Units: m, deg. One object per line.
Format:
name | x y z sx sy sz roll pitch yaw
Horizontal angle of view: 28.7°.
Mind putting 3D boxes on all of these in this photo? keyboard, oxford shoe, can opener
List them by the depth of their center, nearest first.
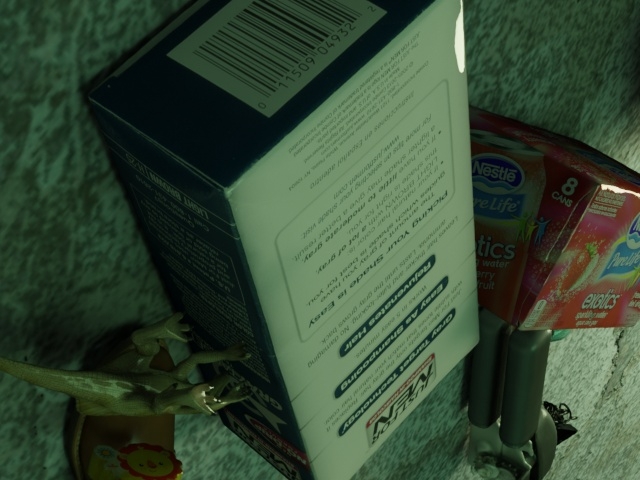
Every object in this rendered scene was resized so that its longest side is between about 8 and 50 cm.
oxford shoe | -0.109 0.150 0.767 0.076 0.076 0.212 -22 134 -41
can opener | 0.186 0.155 1.221 0.093 0.074 0.280 -45 148 -28
keyboard | 0.238 0.209 1.408 0.100 0.038 0.192 -37 156 16

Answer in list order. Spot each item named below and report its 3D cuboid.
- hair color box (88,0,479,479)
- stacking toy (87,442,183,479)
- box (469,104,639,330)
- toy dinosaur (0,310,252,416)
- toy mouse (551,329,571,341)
hair color box | 0.000 0.000 0.740 0.174 0.105 0.347 -43 149 -21
stacking toy | -0.194 0.191 0.677 0.221 0.052 0.167 4 116 -34
box | 0.184 -0.012 0.982 0.257 0.128 0.122 6 115 -57
toy dinosaur | -0.098 0.076 0.654 0.093 0.053 0.183 -25 153 34
toy mouse | 0.247 0.056 1.247 0.161 0.031 0.143 -53 151 -3
